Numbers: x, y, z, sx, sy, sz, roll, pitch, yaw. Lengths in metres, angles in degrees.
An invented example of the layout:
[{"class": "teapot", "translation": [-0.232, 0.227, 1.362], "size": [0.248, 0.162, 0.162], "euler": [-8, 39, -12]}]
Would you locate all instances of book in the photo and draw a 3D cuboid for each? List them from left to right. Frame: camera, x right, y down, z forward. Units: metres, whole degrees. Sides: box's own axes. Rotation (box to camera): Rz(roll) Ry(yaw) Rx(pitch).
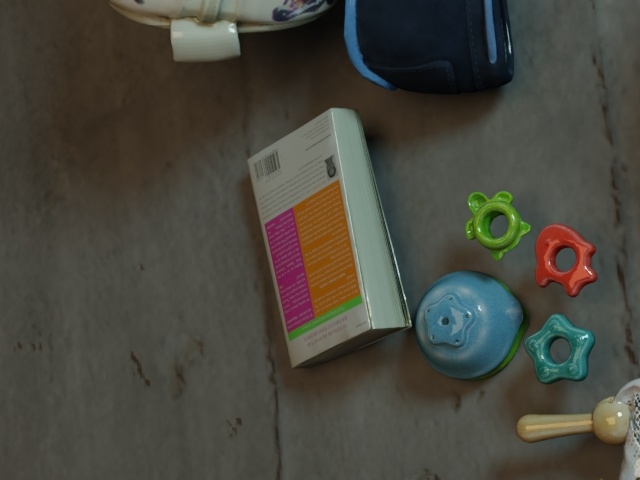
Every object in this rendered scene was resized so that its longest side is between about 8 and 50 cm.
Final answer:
[{"class": "book", "translation": [0.000, 0.000, 1.141], "size": [0.096, 0.035, 0.144], "euler": [-27, 70, 47]}]

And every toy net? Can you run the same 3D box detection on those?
[{"class": "toy net", "translation": [0.158, 0.073, 1.052], "size": [0.232, 0.045, 0.122], "euler": [37, 100, 26]}]

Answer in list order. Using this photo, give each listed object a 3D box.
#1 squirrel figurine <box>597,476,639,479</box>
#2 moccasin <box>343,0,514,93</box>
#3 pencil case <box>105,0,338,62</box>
[{"class": "squirrel figurine", "translation": [0.263, 0.261, 0.844], "size": [0.370, 0.281, 0.397], "euler": [-14, 79, 21]}, {"class": "moccasin", "translation": [0.098, -0.259, 1.092], "size": [0.116, 0.138, 0.342], "euler": [11, 106, 14]}, {"class": "pencil case", "translation": [-0.041, -0.320, 1.070], "size": [0.159, 0.183, 0.410], "euler": [11, 117, 4]}]
